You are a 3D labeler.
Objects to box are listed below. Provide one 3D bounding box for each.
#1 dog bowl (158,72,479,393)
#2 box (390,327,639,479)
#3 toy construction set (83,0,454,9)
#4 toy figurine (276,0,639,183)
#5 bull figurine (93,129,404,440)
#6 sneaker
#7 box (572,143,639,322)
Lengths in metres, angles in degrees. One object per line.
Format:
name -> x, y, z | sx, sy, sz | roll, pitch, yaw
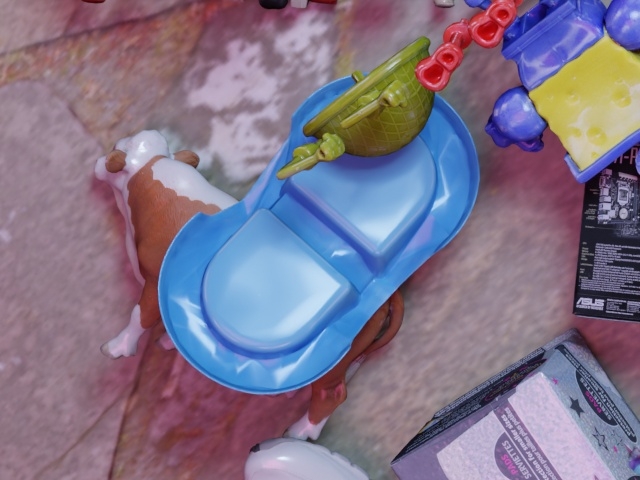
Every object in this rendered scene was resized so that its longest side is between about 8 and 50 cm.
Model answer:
dog bowl -> 0.000, 0.000, 1.597 | 0.166, 0.074, 0.297 | 41, 80, 9
box -> 0.204, 0.226, 1.614 | 0.163, 0.142, 0.247 | -35, 91, 23
toy construction set -> -0.070, -0.315, 1.563 | 0.309, 0.257, 0.237 | 1, 86, 30
toy figurine -> 0.172, -0.099, 1.458 | 0.362, 0.191, 0.217 | -38, 104, 27
bull figurine -> -0.083, 0.036, 1.692 | 0.310, 0.101, 0.188 | 27, 114, 14
sneaker -> 0.013, 0.303, 1.681 | 0.111, 0.129, 0.297 | -17, 109, 27
box -> 0.296, -0.004, 1.519 | 0.180, 0.077, 0.147 | 5, 90, 35
